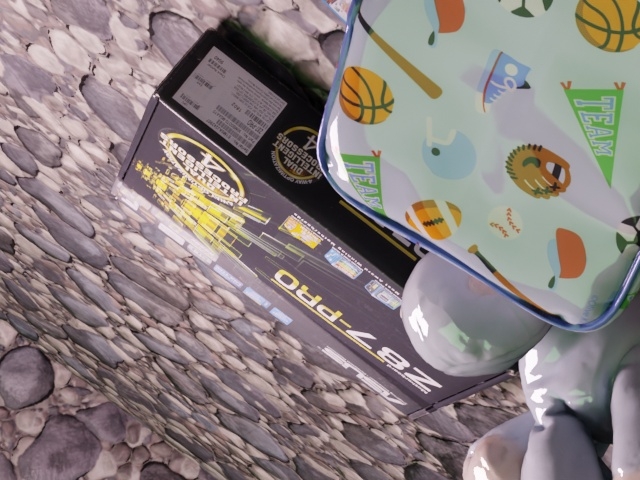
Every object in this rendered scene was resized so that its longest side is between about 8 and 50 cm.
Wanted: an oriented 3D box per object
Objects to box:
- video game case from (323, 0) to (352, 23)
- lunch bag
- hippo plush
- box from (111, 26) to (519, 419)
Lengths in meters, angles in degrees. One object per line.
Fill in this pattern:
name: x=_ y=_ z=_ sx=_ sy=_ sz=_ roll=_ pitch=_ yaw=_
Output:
video game case: x=0.054 y=-0.169 z=1.190 sx=0.166 sy=0.015 sz=0.119 roll=43 pitch=159 yaw=-17
lunch bag: x=0.137 y=-0.098 z=0.945 sx=0.243 sy=0.115 sz=0.303 roll=29 pitch=134 yaw=13
hippo plush: x=0.192 y=0.058 z=1.127 sx=0.234 sy=0.294 sz=0.236 roll=1 pitch=129 yaw=56
box: x=0.000 y=0.000 z=1.528 sx=0.395 sy=0.097 sz=0.318 roll=37 pitch=163 yaw=-4
